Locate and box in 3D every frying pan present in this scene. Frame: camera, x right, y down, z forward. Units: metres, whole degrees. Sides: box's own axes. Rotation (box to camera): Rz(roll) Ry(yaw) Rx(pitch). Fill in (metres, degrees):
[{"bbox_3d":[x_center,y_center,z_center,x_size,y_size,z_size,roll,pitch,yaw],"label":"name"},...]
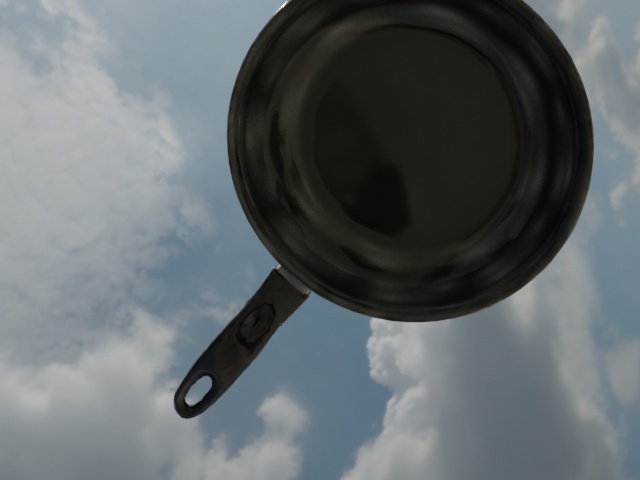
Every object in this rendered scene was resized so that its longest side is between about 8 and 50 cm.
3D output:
[{"bbox_3d":[0.028,0.008,0.374,0.053,0.197,0.326,-50,-22,-61],"label":"frying pan"}]
